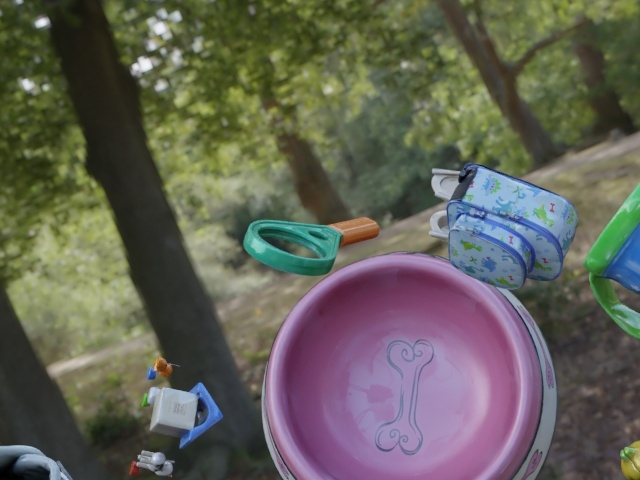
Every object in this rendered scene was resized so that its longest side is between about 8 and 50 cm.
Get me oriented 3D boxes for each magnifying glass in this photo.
[{"bbox_3d":[0.000,0.000,1.323,0.092,0.026,0.231,27,20,23],"label":"magnifying glass"}]

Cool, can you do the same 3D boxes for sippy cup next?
[{"bbox_3d":[0.537,0.012,1.821,0.240,0.224,0.305,-48,-14,-14],"label":"sippy cup"}]

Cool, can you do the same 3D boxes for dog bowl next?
[{"bbox_3d":[0.108,0.198,1.657,0.408,0.408,0.150,-24,-16,2],"label":"dog bowl"}]

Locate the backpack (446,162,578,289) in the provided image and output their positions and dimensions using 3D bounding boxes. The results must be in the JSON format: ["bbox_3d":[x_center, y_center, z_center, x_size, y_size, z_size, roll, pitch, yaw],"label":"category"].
[{"bbox_3d":[0.175,-0.005,1.175,0.105,0.114,0.084,78,-146,-59],"label":"backpack"}]

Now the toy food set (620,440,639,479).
[{"bbox_3d":[0.374,0.267,1.328,0.128,0.071,0.218,-52,25,13],"label":"toy food set"}]

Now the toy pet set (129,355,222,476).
[{"bbox_3d":[-0.146,0.181,1.310,0.065,0.122,0.114,14,-26,-16],"label":"toy pet set"}]

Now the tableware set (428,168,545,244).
[{"bbox_3d":[0.189,-0.026,1.402,0.141,0.020,0.168,13,40,-3],"label":"tableware set"}]

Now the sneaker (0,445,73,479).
[{"bbox_3d":[-0.244,0.248,1.066,0.146,0.122,0.330,-32,-37,22],"label":"sneaker"}]
